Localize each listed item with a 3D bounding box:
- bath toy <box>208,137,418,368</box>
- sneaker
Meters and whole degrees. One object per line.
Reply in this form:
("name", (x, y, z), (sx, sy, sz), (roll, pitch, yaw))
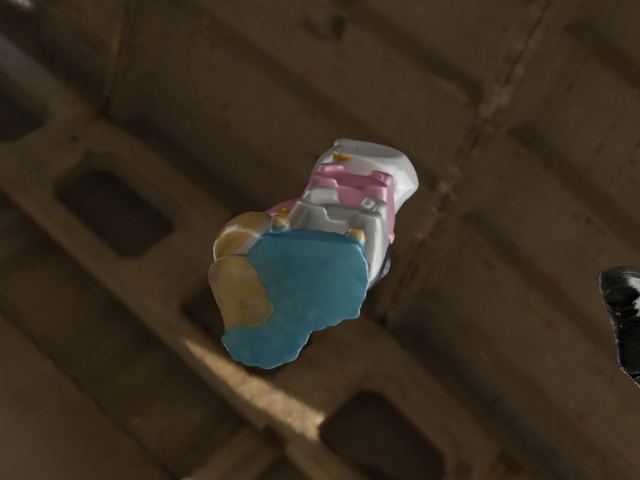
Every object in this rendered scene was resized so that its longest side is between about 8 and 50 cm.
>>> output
("bath toy", (0.000, 0.000, 1.157), (0.151, 0.348, 0.129), (11, -71, 10))
("sneaker", (0.330, 0.097, 1.330), (0.051, 0.089, 0.170), (-13, -30, 18))
